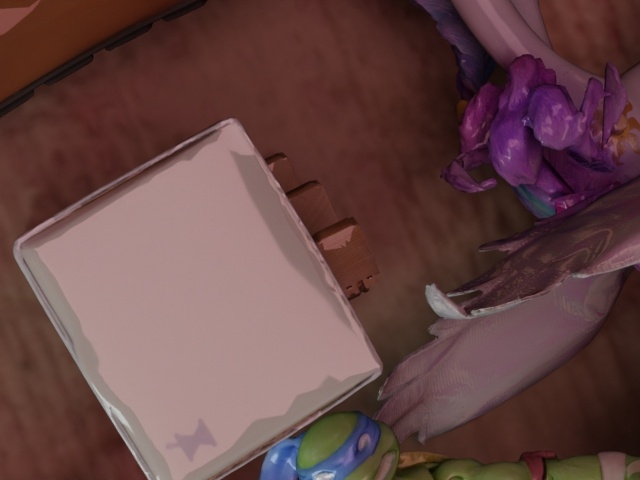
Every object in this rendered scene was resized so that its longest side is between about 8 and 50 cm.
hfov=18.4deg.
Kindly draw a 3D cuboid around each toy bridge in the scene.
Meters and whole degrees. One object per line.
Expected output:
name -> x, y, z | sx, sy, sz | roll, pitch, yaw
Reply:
toy bridge -> 0.000, 0.000, 1.070 | 0.026, 0.188, 0.063 | -27, 108, -6

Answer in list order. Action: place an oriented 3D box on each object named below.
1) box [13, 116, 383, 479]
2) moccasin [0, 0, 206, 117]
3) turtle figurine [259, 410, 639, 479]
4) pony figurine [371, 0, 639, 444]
box -> -0.070, 0.031, 1.034 | 0.127, 0.232, 0.148 | -31, 95, -7
moccasin -> -0.112, -0.198, 1.077 | 0.380, 0.139, 0.147 | -29, 118, 1
turtle figurine -> 0.105, 0.198, 0.944 | 0.266, 0.275, 0.198 | 51, 48, -30
pony figurine -> 0.163, -0.050, 1.076 | 0.351, 0.303, 0.363 | -19, 77, -17
